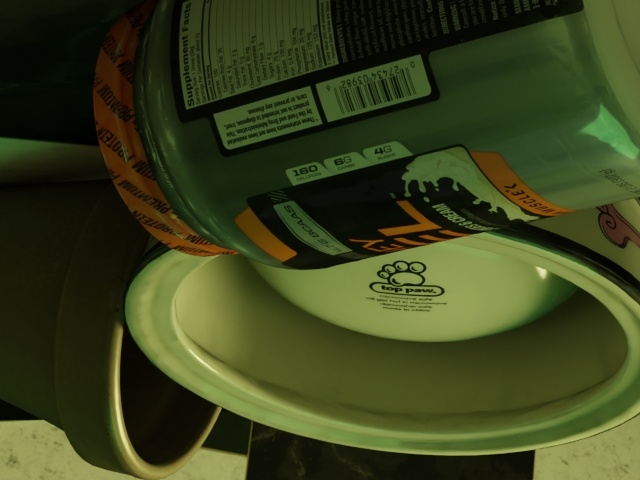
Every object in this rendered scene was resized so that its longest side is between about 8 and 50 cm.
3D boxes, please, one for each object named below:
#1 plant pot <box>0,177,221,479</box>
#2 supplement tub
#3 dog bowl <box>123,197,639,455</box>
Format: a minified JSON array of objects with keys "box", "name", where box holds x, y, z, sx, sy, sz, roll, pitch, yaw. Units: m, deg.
[{"box":[-0.210,0.047,1.592,0.229,0.263,0.263,11,175,20],"name":"plant pot"},{"box":[0.045,-0.093,1.004,0.316,0.194,0.193,-13,167,36],"name":"supplement tub"},{"box":[0.064,0.017,1.443,0.408,0.150,0.408,7,152,4],"name":"dog bowl"}]
